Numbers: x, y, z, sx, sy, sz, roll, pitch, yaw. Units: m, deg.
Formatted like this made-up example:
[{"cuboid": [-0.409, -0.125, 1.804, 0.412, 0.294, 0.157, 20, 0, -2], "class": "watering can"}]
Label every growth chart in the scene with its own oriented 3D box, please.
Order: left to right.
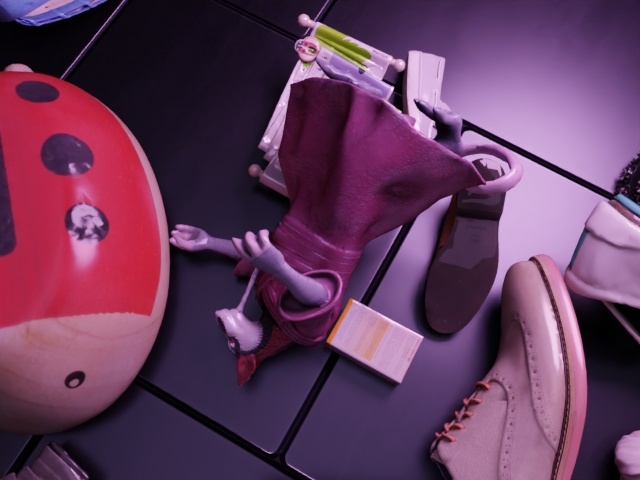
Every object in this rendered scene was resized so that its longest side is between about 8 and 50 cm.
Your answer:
[{"cuboid": [0.015, -0.148, 0.827, 0.172, 0.021, 0.237, 20, 86, 0], "class": "growth chart"}]

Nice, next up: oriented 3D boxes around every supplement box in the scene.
[{"cuboid": [0.063, 0.120, 0.773, 0.098, 0.036, 0.062, 29, 73, 7], "class": "supplement box"}]

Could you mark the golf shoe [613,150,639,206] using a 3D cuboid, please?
[{"cuboid": [0.423, -0.034, 0.825, 0.094, 0.077, 0.198, 22, 79, -6], "class": "golf shoe"}]

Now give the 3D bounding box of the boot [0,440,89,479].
[{"cuboid": [-0.343, 0.269, 0.698, 0.161, 0.083, 0.246, -40, 83, -21], "class": "boot"}]

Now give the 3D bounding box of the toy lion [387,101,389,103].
[{"cuboid": [0.043, -0.160, 0.870, 0.100, 0.034, 0.096, 0, 65, -2], "class": "toy lion"}]

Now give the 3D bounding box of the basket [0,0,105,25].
[{"cuboid": [-0.319, -0.389, 0.825, 0.255, 0.201, 0.289, -32, 44, -11], "class": "basket"}]

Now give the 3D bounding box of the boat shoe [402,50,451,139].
[{"cuboid": [0.141, -0.166, 0.861, 0.063, 0.066, 0.184, 3, 62, 0], "class": "boat shoe"}]

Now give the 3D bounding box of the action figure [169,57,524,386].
[{"cuboid": [0.000, 0.000, 0.749, 0.276, 0.248, 0.370, 19, 100, -29], "class": "action figure"}]

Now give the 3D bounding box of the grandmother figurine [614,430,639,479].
[{"cuboid": [0.338, 0.365, 0.672, 0.208, 0.104, 0.342, 28, 64, -31], "class": "grandmother figurine"}]

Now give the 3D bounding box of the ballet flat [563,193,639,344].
[{"cuboid": [0.443, 0.093, 0.743, 0.400, 0.139, 0.139, 29, 72, -11], "class": "ballet flat"}]

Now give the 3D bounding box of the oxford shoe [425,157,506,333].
[{"cuboid": [0.177, 0.010, 0.801, 0.076, 0.076, 0.212, 17, 88, 1], "class": "oxford shoe"}]

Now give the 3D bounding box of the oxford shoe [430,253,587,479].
[{"cuboid": [0.195, 0.199, 0.702, 0.147, 0.140, 0.396, 5, 69, 8], "class": "oxford shoe"}]

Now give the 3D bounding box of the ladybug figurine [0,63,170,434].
[{"cuboid": [-0.334, -0.014, 0.737, 0.305, 0.162, 0.449, -14, 73, -6], "class": "ladybug figurine"}]
